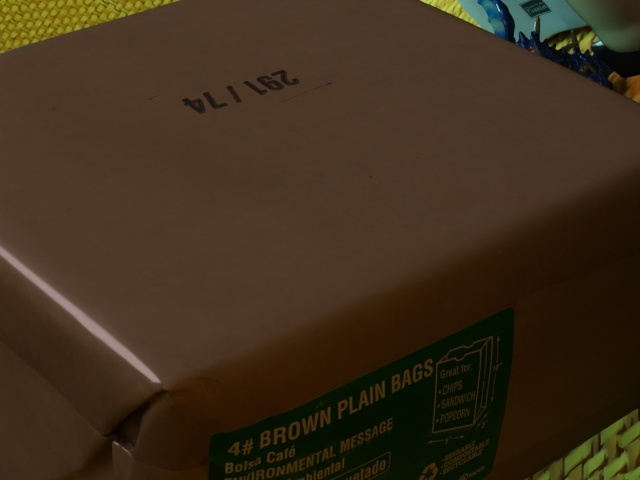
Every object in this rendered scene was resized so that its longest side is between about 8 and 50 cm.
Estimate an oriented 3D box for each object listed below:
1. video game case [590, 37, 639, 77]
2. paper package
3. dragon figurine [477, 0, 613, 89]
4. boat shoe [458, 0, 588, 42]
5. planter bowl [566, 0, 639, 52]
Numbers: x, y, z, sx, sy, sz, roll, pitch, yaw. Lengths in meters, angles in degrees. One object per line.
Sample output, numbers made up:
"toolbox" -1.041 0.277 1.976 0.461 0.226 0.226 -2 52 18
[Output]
"video game case" 0.287 -0.209 0.831 0.248 0.035 0.275 -56 16 -13
"paper package" -0.026 0.008 0.755 0.309 0.324 0.168 32 133 41
"dragon figurine" 0.135 -0.126 1.137 0.144 0.085 0.289 -53 17 18
"boat shoe" 0.178 -0.208 1.192 0.076 0.080 0.228 -46 11 -10
"planter bowl" 0.178 -0.201 0.855 0.162 0.109 0.162 -47 18 21
